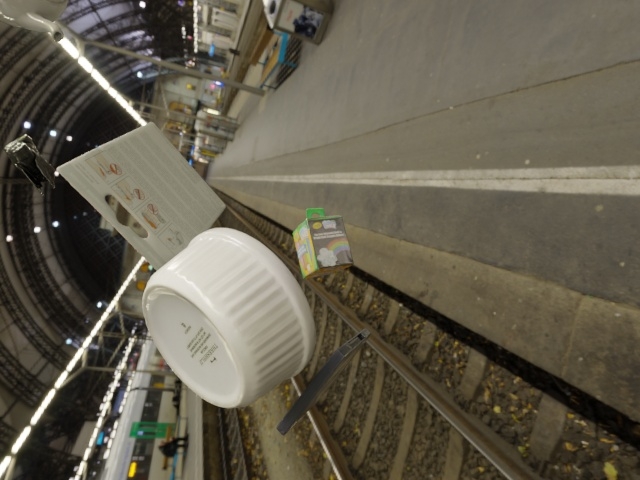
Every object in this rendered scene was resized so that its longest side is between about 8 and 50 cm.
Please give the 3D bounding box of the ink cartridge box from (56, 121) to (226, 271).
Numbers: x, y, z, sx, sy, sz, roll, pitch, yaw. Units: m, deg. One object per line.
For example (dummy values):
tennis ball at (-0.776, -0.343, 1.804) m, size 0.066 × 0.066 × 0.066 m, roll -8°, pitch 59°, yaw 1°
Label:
ink cartridge box at (-0.422, -0.103, 1.003) m, size 0.091 × 0.308 × 0.384 m, roll -29°, pitch 21°, yaw 23°

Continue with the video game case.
video game case at (0.020, 0.288, 0.869) m, size 0.196 × 0.026 × 0.274 m, roll -54°, pitch -15°, yaw 7°

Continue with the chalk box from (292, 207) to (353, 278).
chalk box at (0.000, 0.000, 1.308) m, size 0.132 × 0.133 × 0.212 m, roll -39°, pitch 61°, yaw 59°

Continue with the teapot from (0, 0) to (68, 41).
teapot at (-0.716, -0.662, 0.993) m, size 0.255 × 0.187 × 0.252 m, roll 72°, pitch -158°, yaw -50°

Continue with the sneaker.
sneaker at (-0.572, -0.152, 0.805) m, size 0.170 × 0.051 × 0.089 m, roll 33°, pitch 157°, yaw 49°

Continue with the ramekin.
ramekin at (-0.150, 0.126, 0.616) m, size 0.127 × 0.273 × 0.272 m, roll -35°, pitch -20°, yaw -45°
